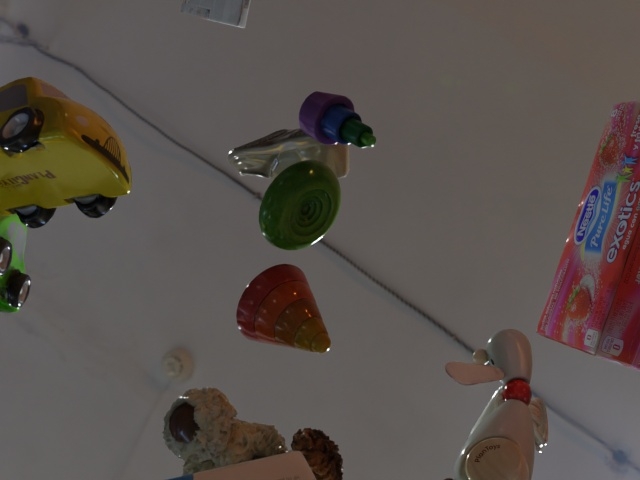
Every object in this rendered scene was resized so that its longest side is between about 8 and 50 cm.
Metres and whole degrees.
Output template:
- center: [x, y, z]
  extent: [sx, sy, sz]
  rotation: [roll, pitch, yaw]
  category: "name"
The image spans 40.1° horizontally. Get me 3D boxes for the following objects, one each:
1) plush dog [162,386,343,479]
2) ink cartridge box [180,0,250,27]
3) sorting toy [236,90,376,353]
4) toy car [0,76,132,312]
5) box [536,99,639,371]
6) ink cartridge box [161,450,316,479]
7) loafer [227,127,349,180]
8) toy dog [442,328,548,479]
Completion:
- center: [-0.075, 0.321, 1.116]
  extent: [0.225, 0.210, 0.262]
  rotation: [21, -76, 28]
  category: "plush dog"
- center: [-0.176, -0.400, 1.476]
  extent: [0.115, 0.029, 0.063]
  rotation: [18, -77, 21]
  category: "ink cartridge box"
- center: [0.000, 0.000, 1.122]
  extent: [0.126, 0.127, 0.366]
  rotation: [36, -61, 42]
  category: "sorting toy"
- center: [-0.205, -0.028, 0.476]
  extent: [0.239, 0.225, 0.053]
  rotation: [12, -119, 2]
  category: "toy car"
- center: [0.390, 0.000, 1.014]
  extent: [0.154, 0.142, 0.300]
  rotation: [18, -90, -13]
  category: "box"
- center: [-0.069, 0.411, 0.759]
  extent: [0.166, 0.285, 0.395]
  rotation: [-55, -127, 32]
  category: "ink cartridge box"
- center: [-0.052, -0.124, 1.374]
  extent: [0.268, 0.102, 0.092]
  rotation: [-3, -70, 54]
  category: "loafer"
- center: [0.242, 0.288, 1.321]
  extent: [0.161, 0.334, 0.220]
  rotation: [-9, -71, 20]
  category: "toy dog"
